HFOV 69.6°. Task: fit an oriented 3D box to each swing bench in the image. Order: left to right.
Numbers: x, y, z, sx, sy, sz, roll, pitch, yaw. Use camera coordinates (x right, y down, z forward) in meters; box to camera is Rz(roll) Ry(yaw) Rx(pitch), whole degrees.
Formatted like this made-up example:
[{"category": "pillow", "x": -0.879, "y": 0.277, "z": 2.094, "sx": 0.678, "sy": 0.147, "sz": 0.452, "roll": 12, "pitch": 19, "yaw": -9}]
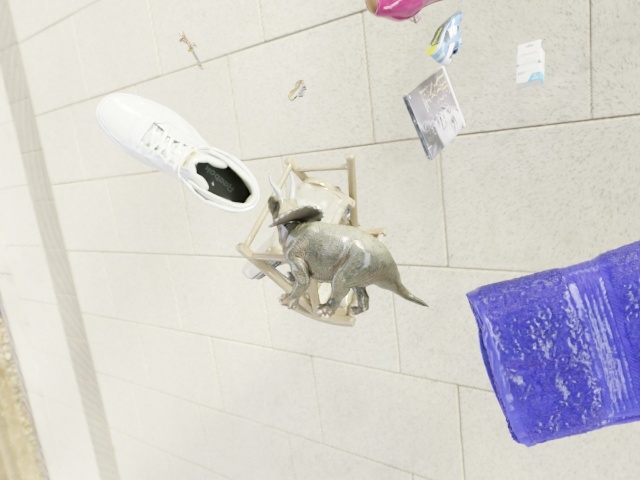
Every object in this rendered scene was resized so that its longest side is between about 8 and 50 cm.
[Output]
[{"category": "swing bench", "x": 0.000, "y": 0.000, "z": 0.946, "sx": 0.165, "sy": 0.253, "sz": 0.255, "roll": 2, "pitch": 142, "yaw": 31}]

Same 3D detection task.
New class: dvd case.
[{"category": "dvd case", "x": 0.284, "y": -0.314, "z": 1.119, "sx": 0.018, "sy": 0.221, "sz": 0.164, "roll": -8, "pitch": 117, "yaw": 45}]

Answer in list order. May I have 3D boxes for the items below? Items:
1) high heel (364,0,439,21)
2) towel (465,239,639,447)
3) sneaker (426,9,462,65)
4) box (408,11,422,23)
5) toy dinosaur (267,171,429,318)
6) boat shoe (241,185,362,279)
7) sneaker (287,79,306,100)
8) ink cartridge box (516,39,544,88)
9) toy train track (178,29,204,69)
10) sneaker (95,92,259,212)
[{"category": "high heel", "x": 0.076, "y": -0.551, "z": 0.919, "sx": 0.377, "sy": 0.181, "sz": 0.127, "roll": 45, "pitch": 151, "yaw": 36}, {"category": "towel", "x": 0.345, "y": 0.119, "z": 0.520, "sx": 0.308, "sy": 0.076, "sz": 0.228, "roll": -20, "pitch": 108, "yaw": 13}, {"category": "sneaker", "x": 0.287, "y": -0.451, "z": 1.031, "sx": 0.059, "sy": 0.144, "sz": 0.053, "roll": 34, "pitch": 163, "yaw": -16}, {"category": "box", "x": 0.216, "y": -0.654, "z": 1.230, "sx": 0.027, "sy": 0.137, "sz": 0.094, "roll": -44, "pitch": 55, "yaw": 0}, {"category": "toy dinosaur", "x": 0.026, "y": 0.033, "z": 0.707, "sx": 0.313, "sy": 0.121, "sz": 0.160, "roll": 25, "pitch": 118, "yaw": 10}, {"category": "boat shoe", "x": -0.033, "y": 0.019, "z": 1.202, "sx": 0.158, "sy": 0.340, "sz": 0.127, "roll": 51, "pitch": 168, "yaw": -15}, {"category": "sneaker", "x": -0.060, "y": -0.406, "z": 1.269, "sx": 0.032, "sy": 0.083, "sz": 0.037, "roll": 3, "pitch": 142, "yaw": 36}, {"category": "ink cartridge box", "x": 0.431, "y": -0.361, "z": 0.945, "sx": 0.048, "sy": 0.028, "sz": 0.083, "roll": 0, "pitch": 84, "yaw": 41}, {"category": "toy train track", "x": -0.245, "y": -0.356, "z": 0.869, "sx": 0.048, "sy": 0.014, "sz": 0.083, "roll": 31, "pitch": 162, "yaw": 32}, {"category": "sneaker", "x": -0.220, "y": -0.144, "z": 0.732, "sx": 0.292, "sy": 0.169, "sz": 0.108, "roll": 33, "pitch": 85, "yaw": -18}]
